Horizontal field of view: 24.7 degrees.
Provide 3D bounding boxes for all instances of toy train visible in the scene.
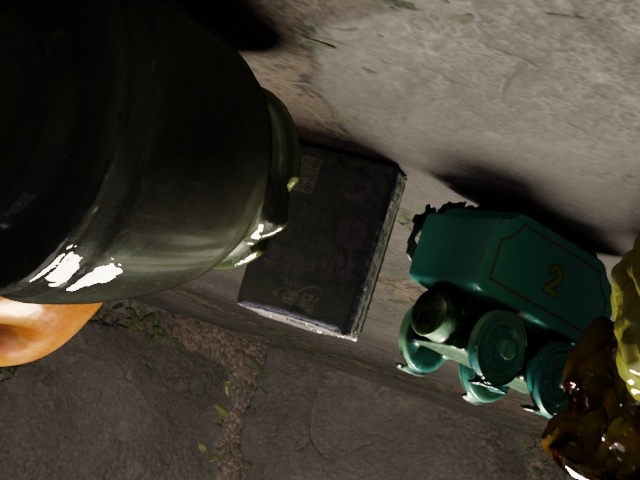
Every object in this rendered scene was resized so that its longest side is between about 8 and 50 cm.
[{"bbox_3d":[0.162,0.060,1.280,0.112,0.163,0.203,8,165,47],"label":"toy train"}]

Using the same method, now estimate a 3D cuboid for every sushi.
[{"bbox_3d":[0.297,0.116,1.182,0.204,0.213,0.200,17,169,13],"label":"sushi"}]

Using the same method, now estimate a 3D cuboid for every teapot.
[{"bbox_3d":[-0.165,-0.066,1.067,0.321,0.239,0.239,4,172,44],"label":"teapot"}]

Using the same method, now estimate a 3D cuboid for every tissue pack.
[{"bbox_3d":[0.000,0.000,1.291,0.112,0.156,0.051,15,173,20],"label":"tissue pack"}]

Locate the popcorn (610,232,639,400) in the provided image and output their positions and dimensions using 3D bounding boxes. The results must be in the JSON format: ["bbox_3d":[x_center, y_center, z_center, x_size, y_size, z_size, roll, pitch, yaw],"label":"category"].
[{"bbox_3d":[0.308,0.073,0.972,0.256,0.195,0.255,47,146,-2],"label":"popcorn"}]

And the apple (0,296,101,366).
[{"bbox_3d":[-0.321,-0.013,1.403,0.299,0.275,0.299,-3,144,-2],"label":"apple"}]
